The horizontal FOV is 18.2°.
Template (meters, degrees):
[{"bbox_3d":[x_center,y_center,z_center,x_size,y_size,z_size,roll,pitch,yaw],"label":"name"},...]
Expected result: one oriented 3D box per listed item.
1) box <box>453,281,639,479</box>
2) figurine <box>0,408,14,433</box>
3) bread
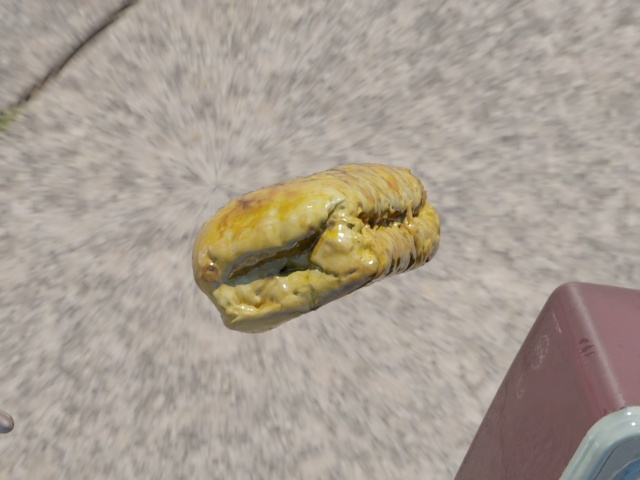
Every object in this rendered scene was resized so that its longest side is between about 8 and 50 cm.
[{"bbox_3d":[0.203,0.175,1.371,0.193,0.167,0.294,8,127,-20],"label":"box"},{"bbox_3d":[-0.172,0.071,0.932,0.050,0.083,0.047,37,87,-18],"label":"figurine"},{"bbox_3d":[0.000,0.000,1.201,0.114,0.211,0.083,-18,91,14],"label":"bread"}]
